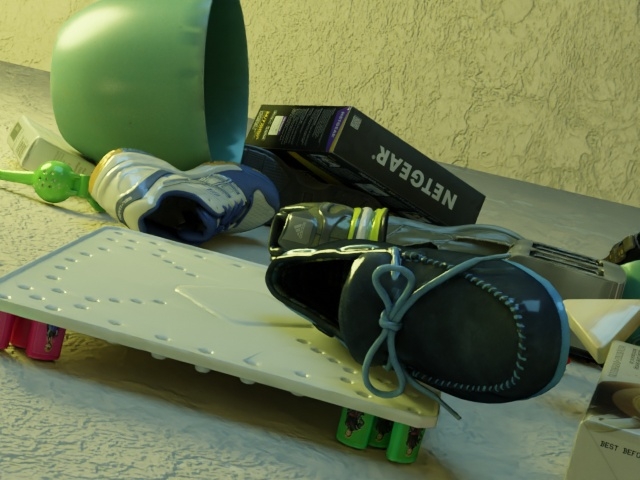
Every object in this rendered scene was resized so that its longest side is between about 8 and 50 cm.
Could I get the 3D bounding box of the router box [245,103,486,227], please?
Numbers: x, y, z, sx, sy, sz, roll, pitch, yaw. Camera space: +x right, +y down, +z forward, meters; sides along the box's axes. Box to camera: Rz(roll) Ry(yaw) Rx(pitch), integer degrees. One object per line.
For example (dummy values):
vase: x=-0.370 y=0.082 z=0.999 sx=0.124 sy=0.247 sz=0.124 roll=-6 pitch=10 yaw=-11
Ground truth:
router box: x=0.069 y=-0.109 z=1.992 sx=0.309 sy=0.081 sz=0.243 roll=30 pitch=-12 yaw=-35

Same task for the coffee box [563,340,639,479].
coffee box: x=0.281 y=0.179 z=0.977 sx=0.168 sy=0.119 sz=0.297 roll=16 pitch=10 yaw=15

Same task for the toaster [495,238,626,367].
toaster: x=0.300 y=0.075 z=1.603 sx=0.185 sy=0.110 sz=0.168 roll=16 pitch=11 yaw=10

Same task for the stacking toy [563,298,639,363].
stacking toy: x=0.403 y=0.152 z=1.265 sx=0.279 sy=0.130 sz=0.309 roll=-13 pitch=36 yaw=1

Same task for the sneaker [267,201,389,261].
sneaker: x=0.000 y=0.000 z=1.465 sx=0.121 sy=0.111 sz=0.300 roll=13 pitch=-9 yaw=-5

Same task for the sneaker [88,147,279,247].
sneaker: x=-0.158 y=-0.034 z=1.660 sx=0.296 sy=0.112 sz=0.131 roll=3 pitch=33 yaw=-43

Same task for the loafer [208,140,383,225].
loafer: x=-0.051 y=-0.063 z=1.962 sx=0.302 sy=0.109 sz=0.095 roll=20 pitch=-8 yaw=-3

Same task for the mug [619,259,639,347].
mug: x=0.438 y=0.095 z=1.699 sx=0.129 sy=0.097 sz=0.157 roll=18 pitch=-29 yaw=-38

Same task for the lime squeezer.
lime squeezer: x=-0.327 y=-0.066 z=1.716 sx=0.310 sy=0.059 sz=0.110 roll=9 pitch=-19 yaw=-19

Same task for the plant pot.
plant pot: x=-0.245 y=-0.225 z=1.812 sx=0.235 sy=0.293 sz=0.293 roll=2 pitch=8 yaw=9

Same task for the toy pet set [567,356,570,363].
toy pet set: x=0.205 y=0.119 z=1.443 sx=0.122 sy=0.065 sz=0.114 roll=-4 pitch=55 yaw=-52

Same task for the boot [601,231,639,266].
boot: x=0.484 y=0.042 z=1.802 sx=0.263 sy=0.091 sz=0.229 roll=-1 pitch=-20 yaw=-28

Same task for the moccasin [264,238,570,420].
moccasin: x=0.062 y=0.070 z=1.049 sx=0.116 sy=0.138 sz=0.342 roll=3 pitch=1 yaw=-30

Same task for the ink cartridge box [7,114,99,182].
ink cartridge box: x=-0.344 y=-0.098 z=1.888 sx=0.232 sy=0.066 sz=0.189 roll=33 pitch=1 yaw=-25

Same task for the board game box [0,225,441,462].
board game box: x=-0.077 y=0.083 z=1.203 sx=0.389 sy=0.050 sz=0.390 roll=15 pitch=10 yaw=4

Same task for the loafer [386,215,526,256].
loafer: x=0.183 y=0.030 z=1.802 sx=0.251 sy=0.094 sz=0.087 roll=5 pitch=34 yaw=2
